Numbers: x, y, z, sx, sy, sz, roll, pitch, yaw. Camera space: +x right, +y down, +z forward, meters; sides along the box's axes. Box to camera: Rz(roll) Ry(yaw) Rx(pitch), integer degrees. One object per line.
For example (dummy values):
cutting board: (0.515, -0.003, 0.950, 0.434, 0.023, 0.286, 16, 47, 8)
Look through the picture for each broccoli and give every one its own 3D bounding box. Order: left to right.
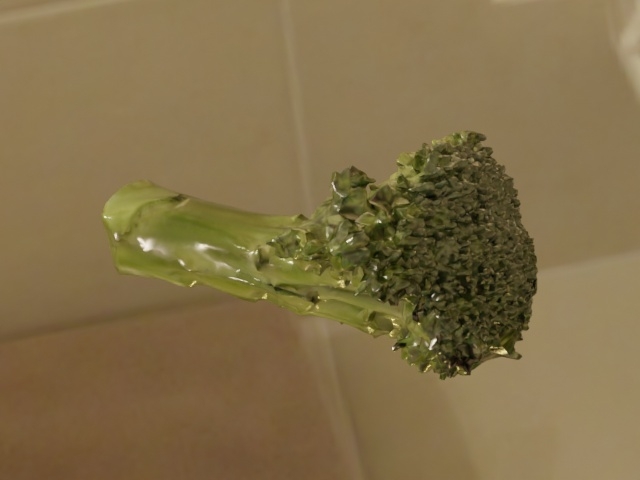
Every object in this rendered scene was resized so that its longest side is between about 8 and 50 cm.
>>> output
broccoli: (0.023, 0.019, 1.530, 0.353, 0.397, 0.274, 40, -126, -35)
